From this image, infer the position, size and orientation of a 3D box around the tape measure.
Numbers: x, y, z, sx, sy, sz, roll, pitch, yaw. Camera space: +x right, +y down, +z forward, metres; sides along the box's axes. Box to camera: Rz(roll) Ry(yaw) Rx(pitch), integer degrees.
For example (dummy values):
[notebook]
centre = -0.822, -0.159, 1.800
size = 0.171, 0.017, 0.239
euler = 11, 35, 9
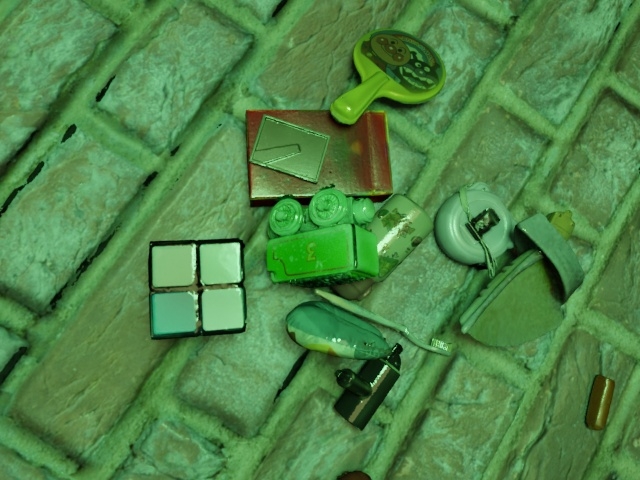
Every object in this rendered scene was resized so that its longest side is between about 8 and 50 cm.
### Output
[tape measure]
centre = 0.362, -0.027, 0.957
size = 0.178, 0.105, 0.196
euler = -43, 93, -9

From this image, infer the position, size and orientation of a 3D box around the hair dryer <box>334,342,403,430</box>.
[hair dryer]
centre = 0.090, 0.270, 0.832
size = 0.078, 0.248, 0.195
euler = 32, 79, 31

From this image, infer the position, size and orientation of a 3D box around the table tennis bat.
[table tennis bat]
centre = 0.147, -0.372, 0.935
size = 0.224, 0.054, 0.369
euler = 42, 61, 6

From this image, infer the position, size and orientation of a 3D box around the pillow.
[pillow]
centre = 0.036, 0.179, 0.823
size = 0.214, 0.233, 0.086
euler = 15, 86, 2

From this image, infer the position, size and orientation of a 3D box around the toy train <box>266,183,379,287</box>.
[toy train]
centre = 0.000, 0.000, 0.841
size = 0.243, 0.132, 0.188
euler = -10, 73, 31

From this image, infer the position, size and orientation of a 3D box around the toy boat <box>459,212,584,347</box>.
[toy boat]
centre = 0.447, 0.113, 0.904
size = 0.276, 0.111, 0.293
euler = 32, 93, -28

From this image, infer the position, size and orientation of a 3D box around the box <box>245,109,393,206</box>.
[box]
centre = -0.005, -0.183, 0.923
size = 0.314, 0.089, 0.197
euler = -3, 82, -8

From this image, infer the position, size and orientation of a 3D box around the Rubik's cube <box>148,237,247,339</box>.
[Rubik's cube]
centre = -0.232, 0.091, 0.818
size = 0.167, 0.183, 0.180
euler = -2, 88, -7

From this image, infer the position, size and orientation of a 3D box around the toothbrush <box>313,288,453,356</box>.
[toothbrush]
centre = 0.146, 0.182, 0.906
size = 0.375, 0.028, 0.037
euler = 26, 77, -19

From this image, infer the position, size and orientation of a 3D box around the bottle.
[bottle]
centre = 0.122, 0.023, 0.908
size = 0.120, 0.120, 0.253
euler = 44, 87, -3

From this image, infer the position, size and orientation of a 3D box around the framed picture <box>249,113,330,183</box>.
[framed picture]
centre = -0.063, -0.192, 0.866
size = 0.149, 0.011, 0.109
euler = 17, 80, -6

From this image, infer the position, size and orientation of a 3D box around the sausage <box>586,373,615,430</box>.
[sausage]
centre = 0.672, 0.391, 0.996
size = 0.039, 0.041, 0.131
euler = 22, 82, -28

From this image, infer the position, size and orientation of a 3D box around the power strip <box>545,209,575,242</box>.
[power strip]
centre = 0.531, 0.056, 1.006
size = 0.064, 0.044, 0.305
euler = 32, 80, -5

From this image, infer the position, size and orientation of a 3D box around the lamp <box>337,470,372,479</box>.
[lamp]
centre = 0.068, 0.534, 0.869
size = 0.101, 0.090, 0.101
euler = -11, 118, -21
